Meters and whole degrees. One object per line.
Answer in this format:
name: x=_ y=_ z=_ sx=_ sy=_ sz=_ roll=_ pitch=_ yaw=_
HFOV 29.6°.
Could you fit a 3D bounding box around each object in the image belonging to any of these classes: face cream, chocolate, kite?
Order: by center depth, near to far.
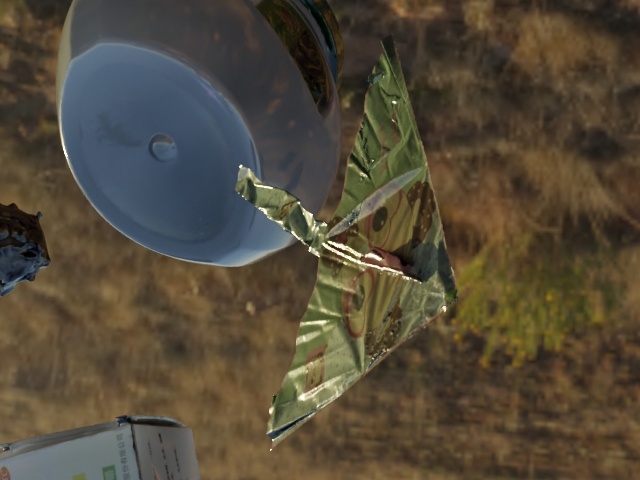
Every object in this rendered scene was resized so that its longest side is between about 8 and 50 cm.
kite: x=0.001 y=0.000 z=0.643 sx=0.012 sy=0.229 sz=0.250 roll=15 pitch=-173 yaw=-28
face cream: x=-0.106 y=-0.138 z=1.168 sx=0.219 sy=0.312 sz=0.357 roll=-29 pitch=-165 yaw=20
chocolate: x=-0.350 y=0.013 z=1.267 sx=0.133 sy=0.156 sz=0.156 roll=2 pitch=170 yaw=-33

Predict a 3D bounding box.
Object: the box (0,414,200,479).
box: x=-0.211 y=0.353 z=1.250 sx=0.173 sy=0.333 sz=0.145 roll=-17 pitch=164 yaw=15
